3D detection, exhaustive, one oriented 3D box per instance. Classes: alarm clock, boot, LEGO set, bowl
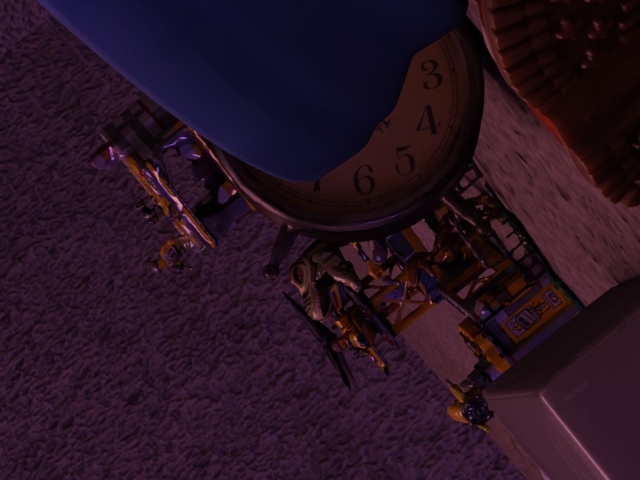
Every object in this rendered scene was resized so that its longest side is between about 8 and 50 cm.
[{"bbox_3d":[0.008,-0.084,0.843,0.064,0.129,0.192,59,-160,-83],"label":"alarm clock"},{"bbox_3d":[0.071,-0.078,0.580,0.084,0.059,0.158,54,180,34],"label":"boot"},{"bbox_3d":[0.000,0.000,1.129,0.331,0.192,0.255,53,176,-32],"label":"LEGO set"},{"bbox_3d":[-0.090,-0.195,0.550,0.391,0.077,0.391,50,-168,-15],"label":"bowl"}]

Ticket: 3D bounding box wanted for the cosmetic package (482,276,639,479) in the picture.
[{"bbox_3d":[0.159,0.089,0.828,0.127,0.107,0.238,51,179,2],"label":"cosmetic package"}]
